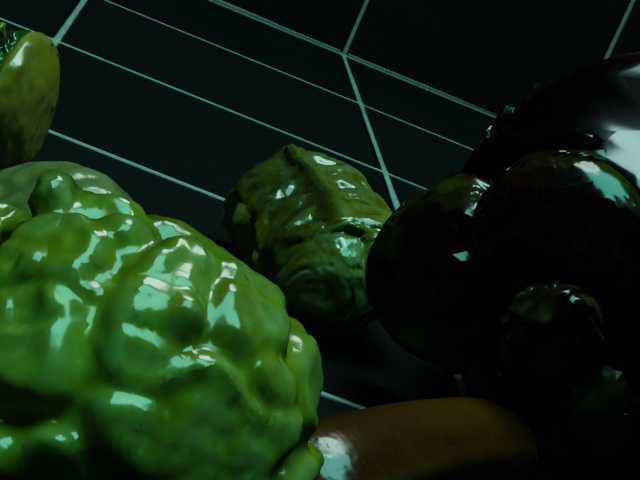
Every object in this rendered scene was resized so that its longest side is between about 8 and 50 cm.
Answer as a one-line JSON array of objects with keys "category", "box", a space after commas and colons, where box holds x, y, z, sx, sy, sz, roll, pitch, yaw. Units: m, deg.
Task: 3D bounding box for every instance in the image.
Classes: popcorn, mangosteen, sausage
[{"category": "popcorn", "box": [-0.122, 0.095, 0.811, 0.249, 0.249, 0.225, 22, 50, -4]}, {"category": "mangosteen", "box": [0.263, 0.036, 1.399, 0.421, 0.381, 0.381, -31, 47, -29]}, {"category": "sausage", "box": [0.057, 0.156, 1.146, 0.089, 0.083, 0.300, 47, 24, 27]}]

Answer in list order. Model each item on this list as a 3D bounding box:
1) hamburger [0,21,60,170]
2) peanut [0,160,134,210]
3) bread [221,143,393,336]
[{"category": "hamburger", "box": [-0.305, -0.128, 1.479, 0.115, 0.162, 0.162, 20, 14, 2]}, {"category": "peanut", "box": [-0.234, 0.044, 0.962, 0.291, 0.159, 0.143, -13, 15, -42]}, {"category": "bread", "box": [0.000, 0.000, 1.541, 0.152, 0.130, 0.267, -20, 25, -7]}]
